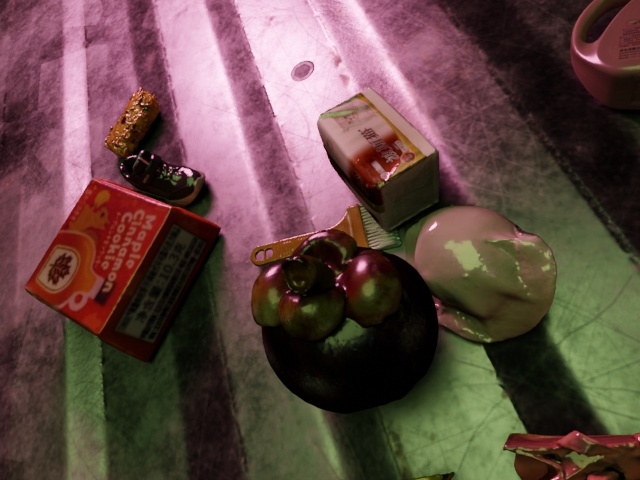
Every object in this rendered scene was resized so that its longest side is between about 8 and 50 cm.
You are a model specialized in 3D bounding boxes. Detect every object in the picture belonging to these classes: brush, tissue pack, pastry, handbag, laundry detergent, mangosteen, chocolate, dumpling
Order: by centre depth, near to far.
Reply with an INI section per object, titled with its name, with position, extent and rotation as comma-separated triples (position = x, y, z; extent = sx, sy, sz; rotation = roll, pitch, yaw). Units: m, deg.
[handbag]
position = 0.263, 0.173, 0.372
extent = 0.213, 0.157, 0.059
rotation = -14, 62, 19
[mangosteen]
position = 0.018, 0.074, 0.490
extent = 0.194, 0.230, 0.194
rotation = -19, 40, 17
[dumpling]
position = 0.167, 0.034, 0.530
extent = 0.177, 0.092, 0.150
rotation = 16, 88, 21
[laundry detergent]
position = 0.404, -0.273, 0.569
extent = 0.171, 0.076, 0.237
rotation = 6, 69, 27
[tissue pack]
position = 0.075, -0.106, 0.616
extent = 0.099, 0.106, 0.148
rotation = -31, 56, -6
[brush]
position = 0.000, 0.000, 0.660
extent = 0.218, 0.010, 0.082
rotation = -16, 60, 14
[chocolate]
position = -0.315, 0.032, 0.736
extent = 0.235, 0.108, 0.237
rotation = 20, 75, 29
[pastry]
position = -0.364, -0.227, 0.912
extent = 0.080, 0.056, 0.140
rotation = 29, 87, 40

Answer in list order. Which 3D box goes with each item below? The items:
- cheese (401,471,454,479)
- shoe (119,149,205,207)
[cheese]
position = 0.055, 0.274, 0.459
extent = 0.171, 0.093, 0.126
rotation = -38, 54, 4
[shoe]
position = -0.280, -0.114, 0.792
extent = 0.169, 0.099, 0.071
rotation = 10, 69, 27
